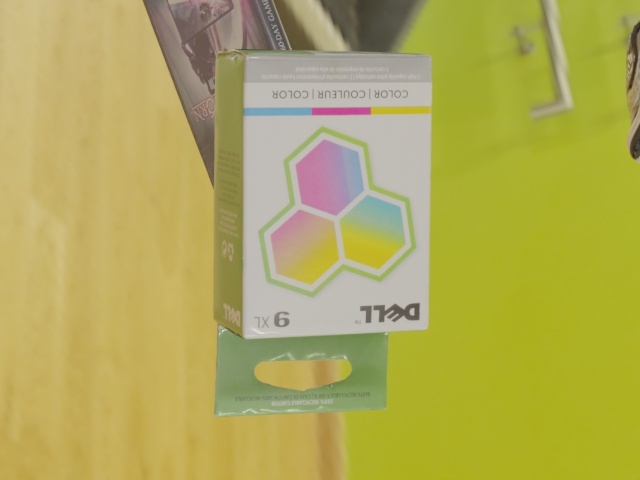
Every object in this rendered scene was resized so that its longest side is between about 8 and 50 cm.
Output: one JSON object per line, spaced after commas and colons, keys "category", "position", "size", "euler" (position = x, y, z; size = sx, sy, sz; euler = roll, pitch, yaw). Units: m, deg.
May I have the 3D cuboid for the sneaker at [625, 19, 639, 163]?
{"category": "sneaker", "position": [0.312, -0.183, 1.432], "size": [0.132, 0.086, 0.228], "euler": [-95, -155, -49]}

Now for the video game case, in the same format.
{"category": "video game case", "position": [-0.100, -0.200, 1.667], "size": [0.026, 0.196, 0.274], "euler": [-18, 86, -33]}

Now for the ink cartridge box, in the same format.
{"category": "ink cartridge box", "position": [0.000, 0.000, 0.934], "size": [0.062, 0.109, 0.209], "euler": [-160, -110, -69]}
